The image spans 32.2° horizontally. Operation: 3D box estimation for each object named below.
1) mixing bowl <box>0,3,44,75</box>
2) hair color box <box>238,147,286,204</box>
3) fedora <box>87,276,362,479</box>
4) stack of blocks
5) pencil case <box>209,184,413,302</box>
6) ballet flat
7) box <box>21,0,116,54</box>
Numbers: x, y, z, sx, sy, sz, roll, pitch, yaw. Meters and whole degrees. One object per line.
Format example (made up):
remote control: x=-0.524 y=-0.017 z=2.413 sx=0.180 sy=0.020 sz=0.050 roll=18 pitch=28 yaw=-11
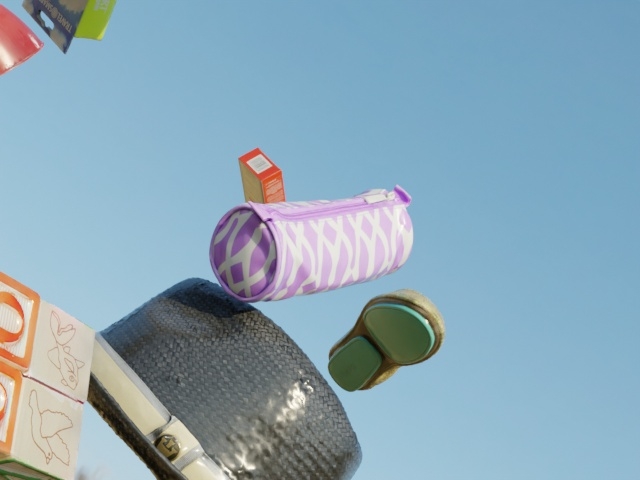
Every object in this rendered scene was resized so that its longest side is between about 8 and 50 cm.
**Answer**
mixing bowl: x=-0.508 y=-0.291 z=1.621 sx=0.181 sy=0.181 sz=0.098 roll=2 pitch=-56 yaw=46
hair color box: x=-0.094 y=-0.079 z=1.847 sx=0.072 sy=0.043 sz=0.141 roll=45 pitch=-25 yaw=33
fedora: x=-0.079 y=0.146 z=0.951 sx=0.334 sy=0.152 sz=0.334 roll=45 pitch=-11 yaw=11
stack of blocks: x=-0.267 y=0.100 z=0.602 sx=0.297 sy=0.087 sz=0.171 roll=-17 pitch=-35 yaw=27
pencil case: x=0.000 y=0.000 z=0.952 sx=0.086 sy=0.206 sz=0.088 roll=48 pitch=-56 yaw=22
ballet flat: x=0.114 y=0.136 z=1.681 sx=0.123 sy=0.123 sz=0.348 roll=33 pitch=-30 yaw=-5
box: x=-0.246 y=-0.296 z=1.160 sx=0.109 sy=0.042 sz=0.178 roll=46 pitch=-59 yaw=32
